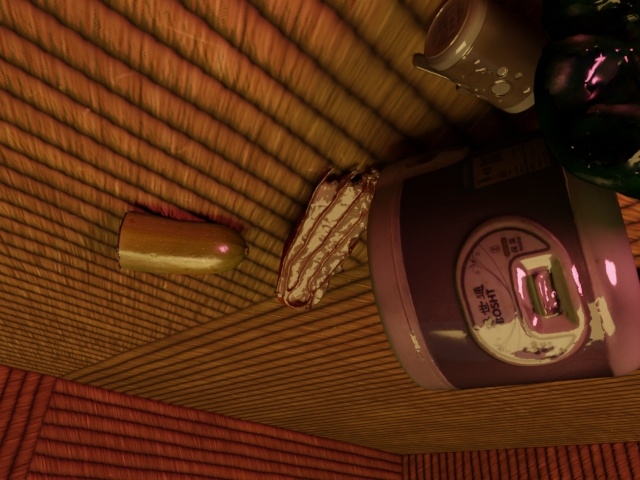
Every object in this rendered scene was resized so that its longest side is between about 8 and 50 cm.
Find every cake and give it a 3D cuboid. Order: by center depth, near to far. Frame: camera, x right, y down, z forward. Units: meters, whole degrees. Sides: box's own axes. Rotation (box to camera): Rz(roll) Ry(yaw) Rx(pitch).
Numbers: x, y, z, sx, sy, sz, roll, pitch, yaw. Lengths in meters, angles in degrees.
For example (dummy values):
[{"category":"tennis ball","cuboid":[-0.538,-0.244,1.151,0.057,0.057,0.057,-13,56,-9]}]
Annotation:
[{"category":"cake","cuboid":[0.006,0.003,0.722,0.098,0.135,0.287,24,138,-7]}]

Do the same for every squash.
[{"category":"squash","cuboid":[-0.206,0.012,0.774,0.188,0.095,0.095,9,150,-9]}]

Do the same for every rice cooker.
[{"category":"rice cooker","cuboid":[0.200,0.026,0.575,0.277,0.288,0.288,-13,146,28]}]

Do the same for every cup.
[{"category":"cup","cuboid":[0.144,-0.172,0.451,0.099,0.102,0.074,20,108,-23]}]

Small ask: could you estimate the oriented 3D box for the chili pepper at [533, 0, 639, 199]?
[{"category":"chili pepper","cuboid":[0.281,-0.122,0.334,0.233,0.249,0.256,27,-171,38]}]
